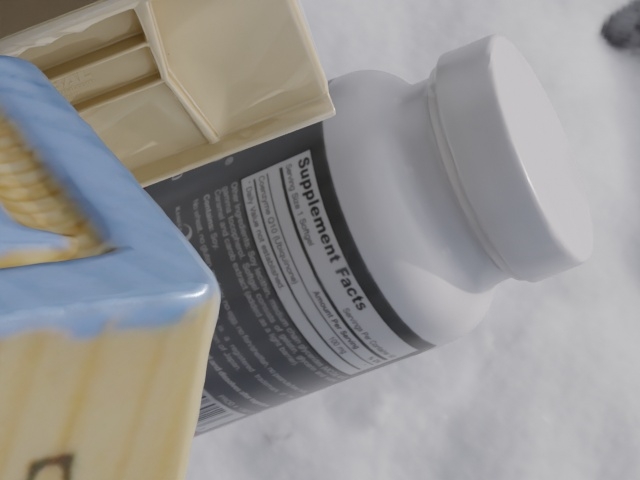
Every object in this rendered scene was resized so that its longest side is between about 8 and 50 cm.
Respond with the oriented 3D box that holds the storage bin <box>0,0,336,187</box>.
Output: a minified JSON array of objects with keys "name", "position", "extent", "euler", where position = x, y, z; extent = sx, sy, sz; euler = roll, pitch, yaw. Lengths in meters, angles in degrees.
[{"name":"storage bin","position":[-0.151,-0.148,0.712],"extent":[0.260,0.262,0.123],"euler":[-20,143,4]}]

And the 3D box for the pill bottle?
[{"name":"pill bottle","position":[0.000,0.000,1.044],"extent":[0.363,0.210,0.210],"euler":[-23,116,21]}]

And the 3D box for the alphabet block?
[{"name":"alphabet block","position":[-0.169,0.062,0.502],"extent":[0.193,0.192,0.197],"euler":[-6,122,-30]}]
